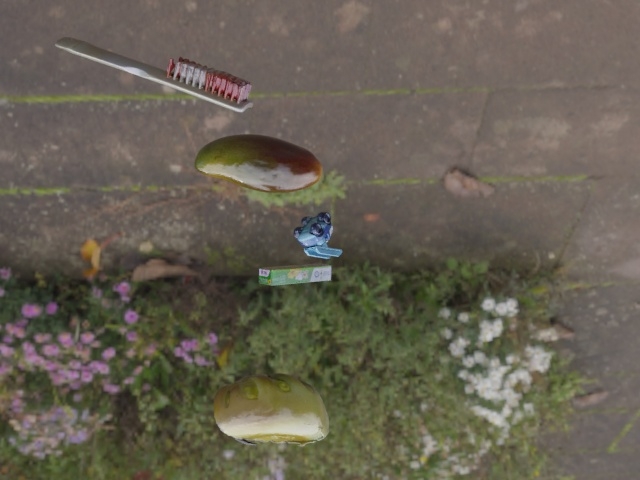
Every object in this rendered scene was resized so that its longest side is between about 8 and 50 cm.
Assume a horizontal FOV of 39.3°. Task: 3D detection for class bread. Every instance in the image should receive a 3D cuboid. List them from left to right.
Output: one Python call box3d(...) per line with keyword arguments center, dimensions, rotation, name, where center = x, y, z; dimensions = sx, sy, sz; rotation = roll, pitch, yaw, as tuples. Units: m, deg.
box3d(center=(-0.087, 0.357, 1.956), dimensions=(0.260, 0.158, 0.156), rotation=(19, 145, -39), name="bread")

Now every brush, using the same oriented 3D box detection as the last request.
box3d(center=(-0.254, -0.270, 1.381), dimensions=(0.321, 0.060, 0.050), rotation=(20, 112, 9), name="brush")

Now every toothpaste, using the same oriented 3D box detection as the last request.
box3d(center=(-0.055, 0.074, 1.983), dimensions=(0.178, 0.037, 0.043), rotation=(-3, -175, -42), name="toothpaste")

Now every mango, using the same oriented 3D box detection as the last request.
box3d(center=(-0.128, -0.160, 1.864), dimensions=(0.267, 0.133, 0.111), rotation=(7, 136, -1), name="mango")

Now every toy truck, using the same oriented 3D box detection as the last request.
box3d(center=(0.000, 0.000, 1.602), dimensions=(0.056, 0.073, 0.090), rotation=(-11, 120, 37), name="toy truck")
